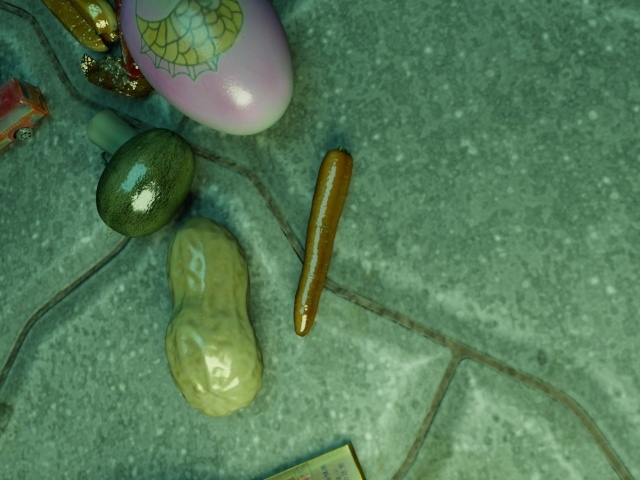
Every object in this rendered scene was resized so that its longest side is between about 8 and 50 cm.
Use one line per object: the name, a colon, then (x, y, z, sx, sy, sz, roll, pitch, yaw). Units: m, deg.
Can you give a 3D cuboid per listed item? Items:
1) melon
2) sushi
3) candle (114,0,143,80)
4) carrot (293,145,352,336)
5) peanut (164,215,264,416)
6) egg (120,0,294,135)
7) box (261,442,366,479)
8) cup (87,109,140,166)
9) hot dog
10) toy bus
melon: (-0.237, -0.074, 1.026, 0.114, 0.114, 0.167, 37, 91, 22)
sushi: (-0.290, -0.242, 1.116, 0.120, 0.052, 0.055, 23, 103, 24)
candle: (-0.285, -0.371, 1.122, 0.048, 0.051, 0.329, -13, 66, 1)
carrot: (0.000, 0.000, 0.967, 0.043, 0.043, 0.248, 10, 84, 21)
peanut: (-0.139, 0.090, 0.955, 0.123, 0.123, 0.257, -13, 77, 17)
egg: (-0.140, -0.258, 0.992, 0.271, 0.196, 0.196, 41, 95, 7)
box: (-0.017, 0.313, 0.918, 0.156, 0.022, 0.089, -28, 70, 12)
cup: (-0.292, -0.136, 1.092, 0.083, 0.054, 0.075, 36, 91, 20)
hot dog: (-0.384, -0.379, 1.165, 0.236, 0.062, 0.092, 49, 132, 19)
toy bus: (-0.508, -0.170, 1.163, 0.192, 0.077, 0.065, -33, 68, 10)
